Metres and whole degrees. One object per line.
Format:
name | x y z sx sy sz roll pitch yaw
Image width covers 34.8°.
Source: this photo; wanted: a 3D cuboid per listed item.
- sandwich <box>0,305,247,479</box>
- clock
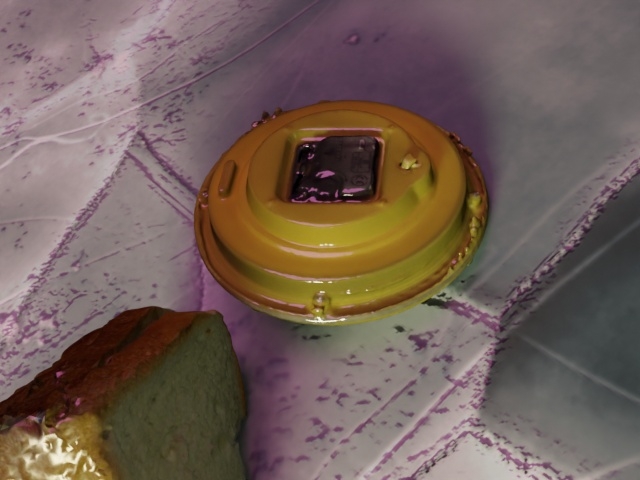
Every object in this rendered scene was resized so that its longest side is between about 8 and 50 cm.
sandwich | -0.103 0.194 0.678 0.100 0.288 0.254 -14 6 11
clock | 0.013 -0.040 0.789 0.237 0.057 0.237 -5 47 5
